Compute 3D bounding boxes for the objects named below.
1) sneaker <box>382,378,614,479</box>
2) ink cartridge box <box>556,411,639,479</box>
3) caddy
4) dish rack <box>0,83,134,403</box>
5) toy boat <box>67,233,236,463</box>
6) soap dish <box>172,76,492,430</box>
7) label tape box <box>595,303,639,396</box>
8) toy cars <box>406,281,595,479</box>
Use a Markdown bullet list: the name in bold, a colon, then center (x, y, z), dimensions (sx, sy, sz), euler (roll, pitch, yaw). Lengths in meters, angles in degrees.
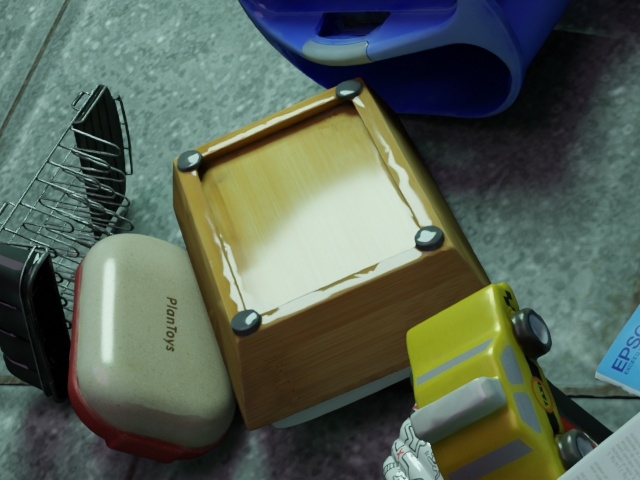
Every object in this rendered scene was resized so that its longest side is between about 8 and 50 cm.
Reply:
- **sneaker**: center (0.159, 0.195, 1.035), dimensions (0.270, 0.090, 0.145), euler (41, 104, 35)
- **ink cartridge box**: center (0.206, 0.209, 0.871), dimensions (0.232, 0.066, 0.189), euler (-44, 55, 16)
- **caddy**: center (0.060, -0.224, 1.330), dimensions (0.341, 0.241, 0.179), euler (9, 57, 51)
- **dish rack**: center (-0.233, -0.006, 1.414), dimensions (0.074, 0.208, 0.271), euler (17, 54, 12)
- **toy boat**: center (-0.167, 0.109, 1.325), dimensions (0.151, 0.151, 0.231), euler (-49, 32, 38)
- **soap dish**: center (0.000, 0.000, 1.253), dimensions (0.229, 0.118, 0.290), euler (-23, 44, -1)
- **label tape box**: center (0.388, 0.076, 0.937), dimensions (0.348, 0.115, 0.249), euler (26, 75, 48)
- **toy cars**: center (0.075, 0.216, 0.976), dimensions (0.176, 0.087, 0.393), euler (15, 86, 39)
